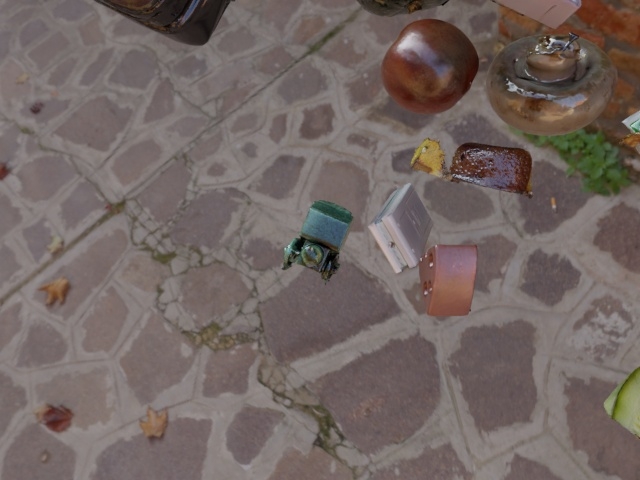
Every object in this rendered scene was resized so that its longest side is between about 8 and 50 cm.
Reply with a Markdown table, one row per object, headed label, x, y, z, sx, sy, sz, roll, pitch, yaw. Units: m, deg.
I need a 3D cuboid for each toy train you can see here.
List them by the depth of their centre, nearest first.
| label | x | y | z | sx | sy | sz | roll | pitch | yaw |
| --- | --- | --- | --- | --- | --- | --- | --- | --- | --- |
| toy train | 0.000 | 0.000 | 1.729 | 0.167 | 0.299 | 0.238 | 23 | 92 | 3 |

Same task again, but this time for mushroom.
| label | x | y | z | sx | sy | sz | roll | pitch | yaw |
| --- | --- | --- | --- | --- | --- | --- | --- | --- | --- |
| mushroom | 0.668 | -0.483 | 1.690 | 0.362 | 0.294 | 0.362 | -7 | 52 | 9 |

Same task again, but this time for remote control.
| label | x | y | z | sx | sy | sz | roll | pitch | yaw |
| --- | --- | --- | --- | --- | --- | --- | --- | --- | --- |
| remote control | 0.159 | -0.030 | 1.123 | 0.056 | 0.277 | 0.103 | -28 | 97 | 23 |

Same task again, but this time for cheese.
| label | x | y | z | sx | sy | sz | roll | pitch | yaw |
| --- | --- | --- | --- | --- | --- | --- | --- | --- | --- |
| cheese | 0.343 | 0.071 | 1.534 | 0.128 | 0.177 | 0.202 | 3 | 48 | -3 |

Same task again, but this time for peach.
| label | x | y | z | sx | sy | sz | roll | pitch | yaw |
| --- | --- | --- | --- | --- | --- | --- | --- | --- | --- |
| peach | 0.295 | -0.460 | 1.552 | 0.253 | 0.252 | 0.252 | -9 | 57 | 14 |

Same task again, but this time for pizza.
| label | x | y | z | sx | sy | sz | roll | pitch | yaw |
| --- | --- | --- | --- | --- | --- | --- | --- | --- | --- |
| pizza | 0.730 | -0.234 | 1.342 | 0.016 | 0.037 | 0.083 | -49 | 20 | -25 |

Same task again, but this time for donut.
| label | x | y | z | sx | sy | sz | roll | pitch | yaw |
| --- | --- | --- | --- | --- | --- | --- | --- | --- | --- |
| donut | 0.452 | -0.187 | 1.518 | 0.187 | 0.144 | 0.126 | 18 | 103 | 51 |

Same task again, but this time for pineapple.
| label | x | y | z | sx | sy | sz | roll | pitch | yaw |
| --- | --- | --- | --- | --- | --- | --- | --- | --- | --- |
| pineapple | 0.264 | -0.177 | 1.375 | 0.114 | 0.114 | 0.077 | 38 | 54 | 5 |

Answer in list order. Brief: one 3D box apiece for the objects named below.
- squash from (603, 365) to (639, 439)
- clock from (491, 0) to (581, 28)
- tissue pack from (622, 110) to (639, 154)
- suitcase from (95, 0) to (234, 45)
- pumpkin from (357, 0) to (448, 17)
| label | x | y | z | sx | sy | sz | roll | pitch | yaw |
| --- | --- | --- | --- | --- | --- | --- | --- | --- | --- |
| squash | 0.704 | 0.338 | 1.191 | 0.237 | 0.204 | 0.155 | 39 | 102 | -1 |
| clock | 0.362 | -0.479 | 1.029 | 0.197 | 0.063 | 0.150 | 15 | 65 | -20 |
| tissue pack | 0.884 | -0.300 | 1.446 | 0.209 | 0.148 | 0.156 | -33 | 59 | 23 |
| suitcase | -0.230 | -0.493 | 0.861 | 0.339 | 0.188 | 0.345 | 32 | 95 | 23 |
| pumpkin | 0.239 | -0.772 | 1.644 | 0.328 | 0.291 | 0.257 | -7 | 99 | 19 |
